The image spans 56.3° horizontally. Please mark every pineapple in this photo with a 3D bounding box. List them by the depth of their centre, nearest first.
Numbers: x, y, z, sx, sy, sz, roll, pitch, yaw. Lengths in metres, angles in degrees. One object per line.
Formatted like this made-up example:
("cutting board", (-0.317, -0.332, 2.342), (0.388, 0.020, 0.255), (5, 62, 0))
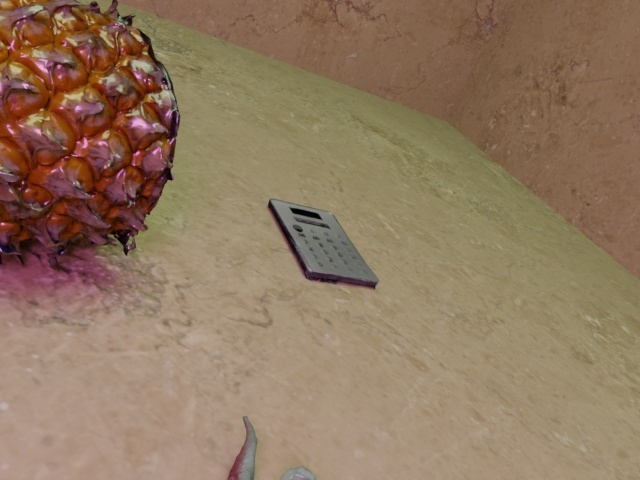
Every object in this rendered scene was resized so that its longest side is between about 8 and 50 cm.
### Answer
("pineapple", (-0.366, -0.134, 0.713), (0.300, 0.353, 0.352), (-11, 43, -43))

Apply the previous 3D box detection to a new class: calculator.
("calculator", (0.000, 0.000, 1.164), (0.161, 0.021, 0.262), (11, 29, -31))

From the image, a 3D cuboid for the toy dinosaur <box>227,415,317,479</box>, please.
("toy dinosaur", (-0.062, 0.264, 0.539), (0.167, 0.053, 0.242), (-1, 44, -34))
